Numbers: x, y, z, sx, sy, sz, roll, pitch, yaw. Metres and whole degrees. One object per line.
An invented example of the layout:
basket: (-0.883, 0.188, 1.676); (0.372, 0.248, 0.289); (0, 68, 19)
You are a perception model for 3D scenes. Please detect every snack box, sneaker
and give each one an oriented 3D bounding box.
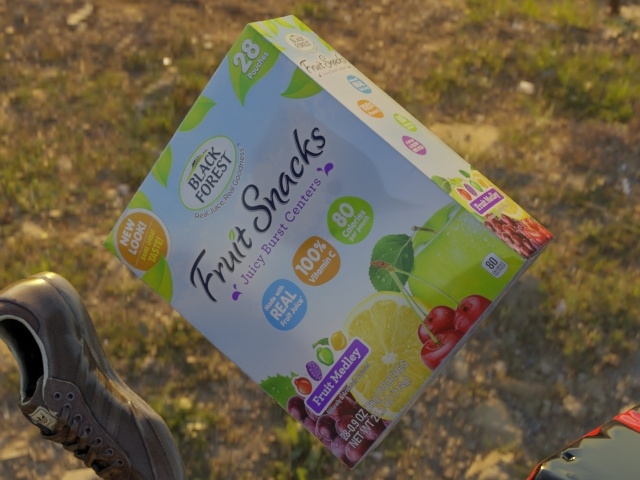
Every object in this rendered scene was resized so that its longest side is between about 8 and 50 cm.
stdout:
snack box: (0.000, 0.000, 0.785); (0.207, 0.174, 0.070); (41, 25, 11)
sneaker: (-0.161, 0.113, 0.875); (0.071, 0.066, 0.188); (-28, 83, -47)

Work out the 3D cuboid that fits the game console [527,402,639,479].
game console: (0.421, 0.257, 1.182); (0.386, 0.060, 0.342); (28, 31, 34)
